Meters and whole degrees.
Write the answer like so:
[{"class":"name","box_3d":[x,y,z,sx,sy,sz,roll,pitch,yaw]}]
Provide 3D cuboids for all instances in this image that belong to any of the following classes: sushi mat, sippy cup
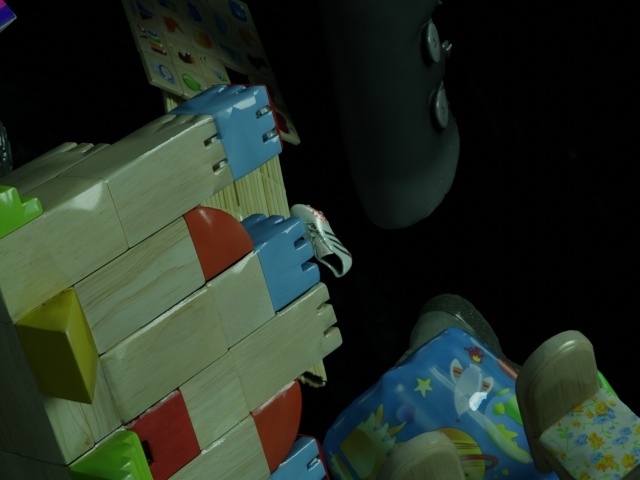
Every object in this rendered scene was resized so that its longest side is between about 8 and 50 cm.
[{"class":"sushi mat","box_3d":[-0.074,-0.017,1.584,0.151,0.019,0.317,24,41,-40]},{"class":"sippy cup","box_3d":[0.127,0.204,1.462,0.224,0.240,0.305,48,16,12]}]

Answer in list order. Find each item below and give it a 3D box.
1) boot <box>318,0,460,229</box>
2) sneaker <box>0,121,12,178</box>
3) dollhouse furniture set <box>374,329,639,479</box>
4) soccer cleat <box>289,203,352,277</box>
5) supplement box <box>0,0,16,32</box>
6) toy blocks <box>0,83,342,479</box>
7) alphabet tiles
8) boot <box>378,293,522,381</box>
[{"class":"boot","box_3d":[0.029,-0.192,1.625,0.367,0.146,0.445,-64,155,-46]},{"class":"sneaker","box_3d":[-0.295,-0.058,1.256,0.221,0.087,0.083,26,60,-65]},{"class":"dollhouse furniture set","box_3d":[0.144,0.271,1.133,0.362,0.394,0.256,48,-13,36]},{"class":"soccer cleat","box_3d":[0.000,0.000,1.664,0.083,0.029,0.035,51,26,-15]},{"class":"supplement box","box_3d":[-0.354,-0.204,1.287,0.220,0.111,0.114,50,31,-7]},{"class":"toy blocks","box_3d":[-0.101,0.073,1.132,0.261,0.190,0.381,-34,117,-39]},{"class":"alphabet tiles","box_3d":[-0.123,-0.210,1.702,0.198,0.009,0.237,20,38,-44]},{"class":"boot","box_3d":[0.161,0.179,1.677,0.246,0.083,0.161,42,38,-9]}]
